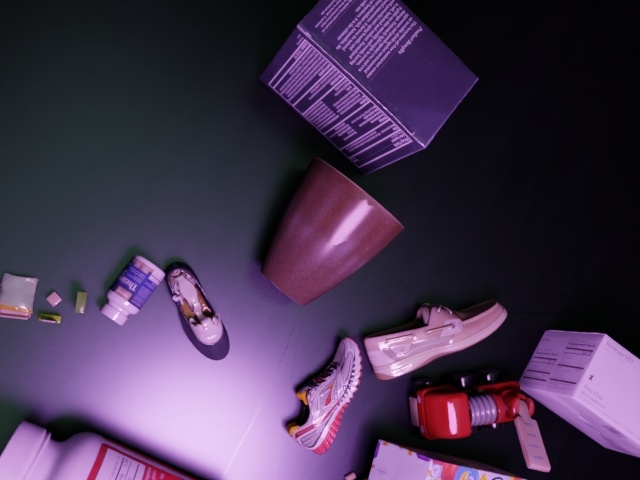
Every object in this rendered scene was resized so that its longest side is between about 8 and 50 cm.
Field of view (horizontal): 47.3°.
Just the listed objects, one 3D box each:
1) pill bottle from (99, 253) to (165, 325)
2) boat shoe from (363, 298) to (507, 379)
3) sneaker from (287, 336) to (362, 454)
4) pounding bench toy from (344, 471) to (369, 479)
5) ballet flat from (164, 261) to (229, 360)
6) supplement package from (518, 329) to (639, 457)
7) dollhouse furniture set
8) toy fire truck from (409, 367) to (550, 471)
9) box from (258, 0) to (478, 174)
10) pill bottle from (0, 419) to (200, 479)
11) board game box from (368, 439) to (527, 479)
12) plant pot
[{"bbox_3d":[-0.339,0.089,1.306,0.067,0.067,0.120,37,76,-11],"label":"pill bottle"},{"bbox_3d":[0.231,0.173,1.453,0.302,0.109,0.098,-22,93,-11],"label":"boat shoe"},{"bbox_3d":[0.010,0.286,1.386,0.092,0.088,0.225,26,79,-12],"label":"sneaker"},{"bbox_3d":[0.079,0.497,1.412,0.052,0.083,0.065,-20,124,-18],"label":"pounding bench toy"},{"bbox_3d":[-0.225,0.132,1.337,0.074,0.074,0.203,-28,94,-17],"label":"ballet flat"},{"bbox_3d":[0.583,0.315,1.494,0.261,0.204,0.145,34,77,-11],"label":"supplement package"},{"bbox_3d":[-0.485,0.103,1.266,0.151,0.058,0.076,10,83,-16],"label":"dollhouse furniture set"},{"bbox_3d":[0.312,0.342,1.388,0.216,0.246,0.159,-4,86,-17],"label":"toy fire truck"},{"bbox_3d":[0.077,-0.299,1.343,0.294,0.296,0.183,43,75,-10],"label":"box"},{"bbox_3d":[-0.343,0.458,1.194,0.407,0.229,0.229,29,78,-12],"label":"pill bottle"},{"bbox_3d":[0.234,0.478,1.367,0.275,0.144,0.142,23,78,-35],"label":"board game box"},{"bbox_3d":[0.000,0.000,1.359,0.215,0.215,0.230,39,90,-10],"label":"plant pot"}]
